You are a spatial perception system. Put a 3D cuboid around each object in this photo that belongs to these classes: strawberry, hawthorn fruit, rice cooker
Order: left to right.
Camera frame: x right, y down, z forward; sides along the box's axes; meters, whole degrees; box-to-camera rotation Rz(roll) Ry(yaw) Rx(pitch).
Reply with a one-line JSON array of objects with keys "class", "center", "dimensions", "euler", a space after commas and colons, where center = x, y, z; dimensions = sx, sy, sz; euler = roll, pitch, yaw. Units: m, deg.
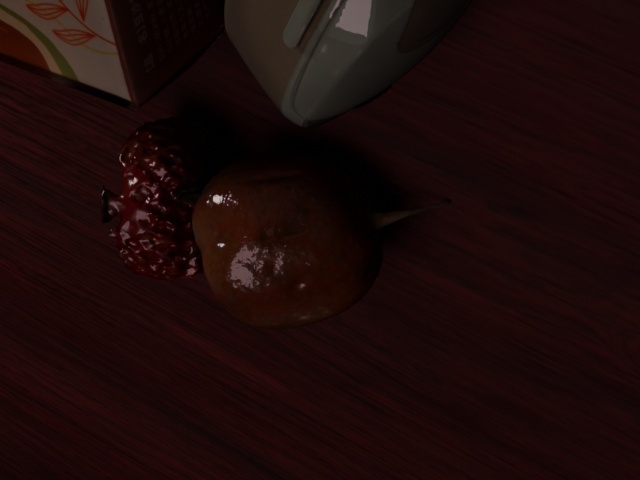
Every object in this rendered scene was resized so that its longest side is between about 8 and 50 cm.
[{"class": "strawberry", "center": [-0.121, -0.035, 1.075], "dimensions": [0.086, 0.145, 0.145], "euler": [-2, 131, 17]}, {"class": "hawthorn fruit", "center": [-0.018, -0.002, 0.995], "dimensions": [0.189, 0.149, 0.149], "euler": [-10, 122, 51]}, {"class": "rice cooker", "center": [0.020, -0.159, 0.778], "dimensions": [0.127, 0.145, 0.206], "euler": [44, 145, 14]}]

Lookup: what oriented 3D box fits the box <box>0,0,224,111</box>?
[{"class": "box", "center": [-0.261, -0.316, 0.893], "dimensions": [0.345, 0.122, 0.385], "euler": [22, 142, 27]}]
